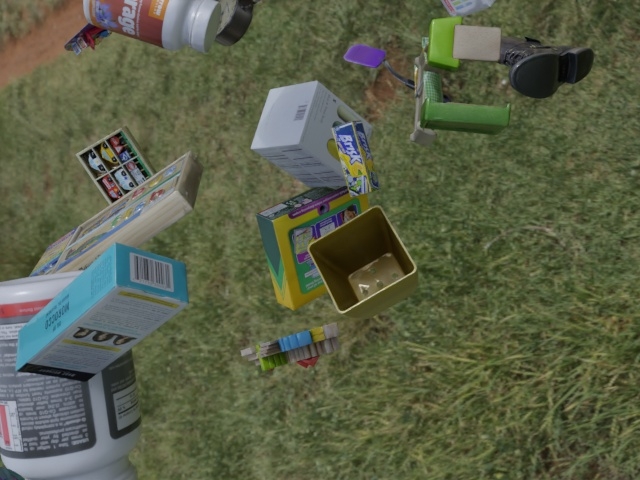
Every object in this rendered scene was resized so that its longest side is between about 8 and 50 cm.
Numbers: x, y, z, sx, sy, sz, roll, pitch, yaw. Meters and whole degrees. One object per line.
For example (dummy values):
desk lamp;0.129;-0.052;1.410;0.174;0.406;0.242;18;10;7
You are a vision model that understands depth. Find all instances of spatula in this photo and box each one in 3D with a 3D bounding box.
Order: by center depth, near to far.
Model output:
spatula;0.203;-0.423;1.821;0.297;0.084;0.030;29;142;0

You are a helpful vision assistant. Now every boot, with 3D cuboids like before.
boot;0.419;-0.380;1.513;0.229;0.263;0.091;31;129;44

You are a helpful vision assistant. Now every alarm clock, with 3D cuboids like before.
alarm clock;-0.217;-0.493;1.610;0.192;0.064;0.129;-36;51;30

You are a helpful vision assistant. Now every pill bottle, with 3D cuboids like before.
pill bottle;-0.389;0.234;1.093;0.210;0.210;0.362;-4;94;48
pill bottle;-0.291;-0.406;1.251;0.121;0.216;0.121;-162;90;-90

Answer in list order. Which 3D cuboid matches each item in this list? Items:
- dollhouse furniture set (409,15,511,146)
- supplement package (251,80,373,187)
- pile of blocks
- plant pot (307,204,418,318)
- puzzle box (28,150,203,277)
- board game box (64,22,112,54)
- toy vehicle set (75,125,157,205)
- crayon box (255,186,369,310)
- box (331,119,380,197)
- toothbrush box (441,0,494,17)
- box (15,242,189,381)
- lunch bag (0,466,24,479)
dollhouse furniture set;0.272;-0.302;1.417;0.301;0.152;0.197;49;-135;-88
supplement package;-0.020;-0.298;2.059;0.198;0.263;0.199;1;69;43
pile of blocks;-0.090;0.351;2.200;0.362;0.149;0.112;-22;81;34
plant pot;0.126;0.079;1.787;0.212;0.187;0.212;-31;58;6
puzzle box;-0.426;-0.022;1.474;0.409;0.052;0.272;-33;22;9
board game box;-0.490;-0.461;1.599;0.169;0.133;0.033;-30;97;26
toy vehicle set;-0.563;-0.179;2.073;0.166;0.035;0.266;-28;105;11
crayon box;0.000;0.000;2.248;0.106;0.363;0.312;22;131;49
box;0.083;-0.190;1.651;0.059;0.054;0.168;-14;94;31
toothbrush box;0.369;-0.700;1.683;0.122;0.206;0.283;-3;46;54
box;-0.274;0.096;0.882;0.244;0.101;0.060;-35;51;33
lunch bag;-0.505;0.375;0.870;0.224;0.279;0.108;-49;55;-2
